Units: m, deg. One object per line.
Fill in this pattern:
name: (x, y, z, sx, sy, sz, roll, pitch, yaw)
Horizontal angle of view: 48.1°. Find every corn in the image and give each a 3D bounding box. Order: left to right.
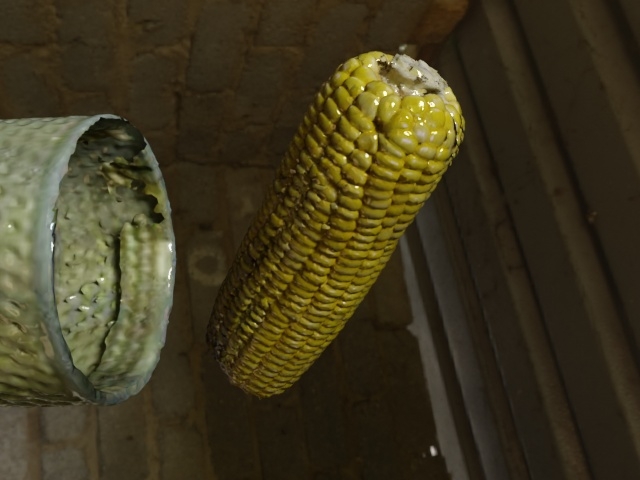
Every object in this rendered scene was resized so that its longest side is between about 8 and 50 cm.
corn: (0.000, 0.000, 0.360, 0.203, 0.072, 0.072, -61, -147, 31)

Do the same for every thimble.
thimble: (-0.243, 0.017, 0.636, 0.271, 0.150, 0.270, -2, 90, -82)
